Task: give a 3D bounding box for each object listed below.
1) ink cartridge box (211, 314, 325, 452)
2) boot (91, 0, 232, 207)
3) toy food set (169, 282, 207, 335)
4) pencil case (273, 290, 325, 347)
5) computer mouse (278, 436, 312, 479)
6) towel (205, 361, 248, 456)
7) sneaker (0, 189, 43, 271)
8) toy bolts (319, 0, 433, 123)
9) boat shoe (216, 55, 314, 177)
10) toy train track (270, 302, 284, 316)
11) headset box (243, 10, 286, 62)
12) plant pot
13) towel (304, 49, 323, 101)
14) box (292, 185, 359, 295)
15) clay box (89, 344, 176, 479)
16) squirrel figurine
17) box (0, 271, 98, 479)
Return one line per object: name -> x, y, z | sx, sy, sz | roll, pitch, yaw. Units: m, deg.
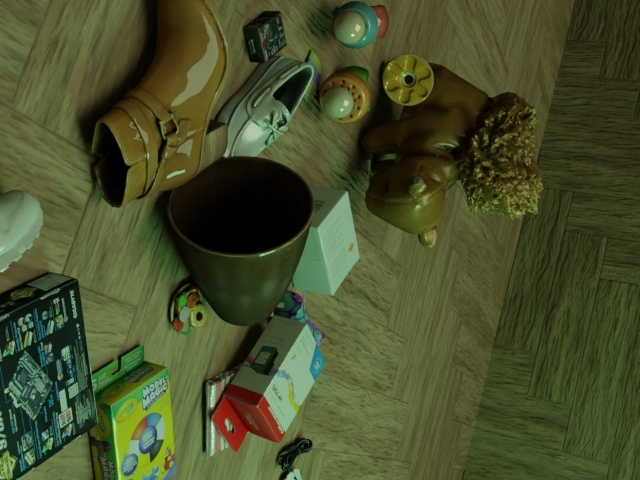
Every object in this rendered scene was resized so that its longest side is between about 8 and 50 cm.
ink cartridge box -> -0.090, 0.268, 1.441 | 0.231, 0.078, 0.134 | -58, 144, -31
boot -> -0.227, -0.197, 1.072 | 0.220, 0.109, 0.283 | -37, 138, -48
toy food set -> -0.212, 0.110, 1.274 | 0.083, 0.020, 0.083 | -35, 130, -54
pencil case -> -0.045, 0.163, 1.564 | 0.151, 0.070, 0.064 | 65, 2, -51
computer mouse -> -0.057, 0.527, 1.697 | 0.106, 0.042, 0.192 | -16, 113, -61
towel -> -0.150, 0.293, 1.457 | 0.197, 0.029, 0.144 | -21, 117, -56
sneaker -> -0.390, 0.001, 0.831 | 0.235, 0.090, 0.094 | -51, 132, -46
toy bolts -> 0.095, -0.340, 1.514 | 0.158, 0.219, 0.228 | -51, 137, -65
boat shoe -> -0.092, -0.206, 1.321 | 0.267, 0.088, 0.096 | -60, 147, -34
toy train track -> -0.092, 0.103, 1.503 | 0.014, 0.048, 0.083 | 151, -52, -66
headset box -> -0.094, -0.340, 1.331 | 0.083, 0.032, 0.062 | -52, 141, -41
plant pot -> -0.122, 0.024, 1.250 | 0.215, 0.216, 0.230 | -54, 158, -40
towel -> -0.020, -0.312, 1.509 | 0.060, 0.010, 0.083 | 50, 54, -56
box -> 0.000, 0.000, 1.567 | 0.130, 0.091, 0.170 | -52, 142, -43
clay box -> -0.277, 0.279, 1.174 | 0.127, 0.053, 0.221 | -33, 129, -55
squirrel figurine -> 0.280, -0.169, 1.715 | 0.281, 0.397, 0.370 | 80, 24, -43
box -> -0.362, 0.171, 0.973 | 0.175, 0.051, 0.220 | -34, 129, -54
